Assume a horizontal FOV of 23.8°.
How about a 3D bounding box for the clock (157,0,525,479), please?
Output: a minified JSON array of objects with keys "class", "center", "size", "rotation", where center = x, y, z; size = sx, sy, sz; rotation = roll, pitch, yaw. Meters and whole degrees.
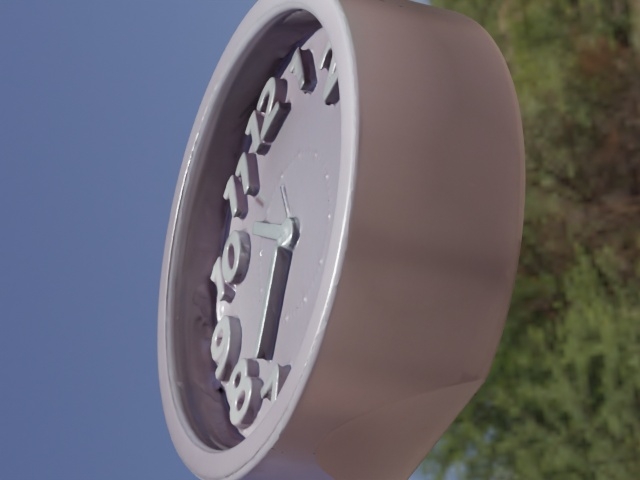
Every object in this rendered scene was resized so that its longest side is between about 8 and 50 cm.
[{"class":"clock","center":[0.000,0.000,0.589],"size":[0.197,0.068,0.196],"rotation":[-169,90,-68]}]
